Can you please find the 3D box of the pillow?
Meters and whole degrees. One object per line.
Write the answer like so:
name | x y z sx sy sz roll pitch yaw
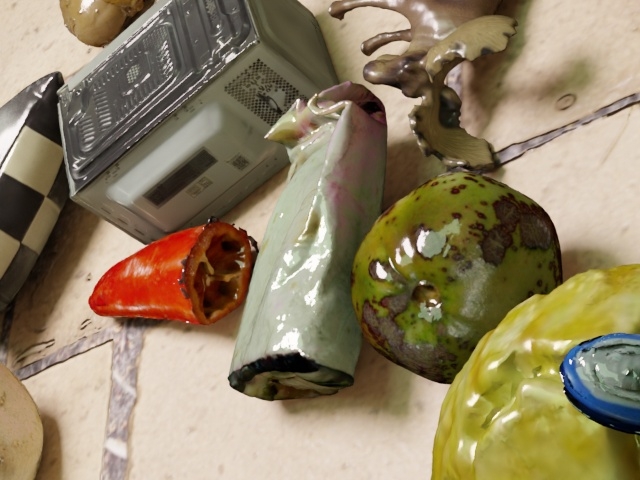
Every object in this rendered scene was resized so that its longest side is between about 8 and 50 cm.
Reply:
pillow | -0.288 -0.030 1.373 0.250 0.106 0.186 -63 1 -10

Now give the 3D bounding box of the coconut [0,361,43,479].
coconut | -0.324 0.175 1.239 0.183 0.171 0.171 -35 43 20

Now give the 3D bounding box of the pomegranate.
pomegranate | 0.079 0.012 0.975 0.138 0.125 0.163 -52 36 24

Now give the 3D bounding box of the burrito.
burrito | 0.000 0.000 1.086 0.144 0.089 0.229 -25 49 62

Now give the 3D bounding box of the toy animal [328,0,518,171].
toy animal | 0.091 -0.158 1.111 0.186 0.094 0.214 19 69 42

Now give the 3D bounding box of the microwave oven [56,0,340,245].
microwave oven | -0.102 -0.114 1.252 0.208 0.122 0.162 -38 41 20

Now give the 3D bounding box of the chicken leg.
chicken leg | -0.183 -0.279 1.500 0.198 0.069 0.085 -49 40 -4

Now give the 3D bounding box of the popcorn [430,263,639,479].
popcorn | 0.160 0.110 0.760 0.221 0.204 0.183 -37 25 27

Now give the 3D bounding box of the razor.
razor | 0.260 0.089 0.632 0.324 0.056 0.093 16 67 4

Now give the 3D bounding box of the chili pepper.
chili pepper | -0.133 0.038 1.230 0.169 0.065 0.088 -14 38 46
